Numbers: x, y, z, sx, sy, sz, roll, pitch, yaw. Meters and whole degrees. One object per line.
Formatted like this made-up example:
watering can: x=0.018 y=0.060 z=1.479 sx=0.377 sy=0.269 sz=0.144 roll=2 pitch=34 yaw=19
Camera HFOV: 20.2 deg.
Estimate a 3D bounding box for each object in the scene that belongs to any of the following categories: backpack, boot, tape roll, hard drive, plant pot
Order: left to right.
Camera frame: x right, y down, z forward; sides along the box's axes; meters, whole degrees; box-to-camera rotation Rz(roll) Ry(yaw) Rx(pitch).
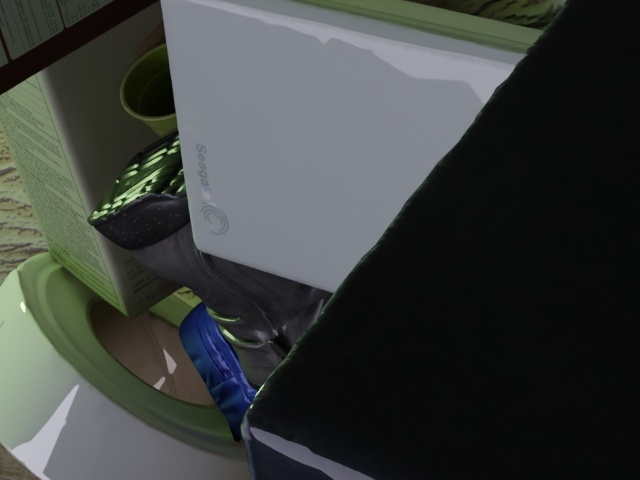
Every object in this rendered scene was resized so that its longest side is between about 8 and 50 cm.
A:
tape roll: x=-0.169 y=0.133 z=1.583 sx=0.286 sy=0.100 sz=0.286 roll=32 pitch=-162 yaw=-12
plant pot: x=-0.102 y=-0.099 z=1.396 sx=0.083 sy=0.083 sz=0.079 roll=35 pitch=161 yaw=41
backpack: x=-0.049 y=0.087 z=1.512 sx=0.101 sy=0.098 sz=0.120 roll=-38 pitch=86 yaw=38
boot: x=0.000 y=0.000 z=1.299 sx=0.223 sy=0.118 sz=0.338 roll=46 pitch=150 yaw=-19
hard drive: x=0.049 y=-0.045 z=1.056 sx=0.307 sy=0.040 sz=0.203 roll=16 pitch=129 yaw=29

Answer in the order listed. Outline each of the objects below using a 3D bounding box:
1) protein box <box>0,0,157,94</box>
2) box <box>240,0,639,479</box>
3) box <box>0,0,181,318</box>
protein box: x=-0.212 y=-0.238 z=1.253 sx=0.200 sy=0.201 sz=0.136 roll=36 pitch=150 yaw=39
box: x=0.262 y=0.192 z=0.636 sx=0.472 sy=0.297 sz=0.480 roll=25 pitch=146 yaw=25
box: x=-0.186 y=-0.106 z=1.482 sx=0.148 sy=0.121 sz=0.311 roll=35 pitch=150 yaw=41
